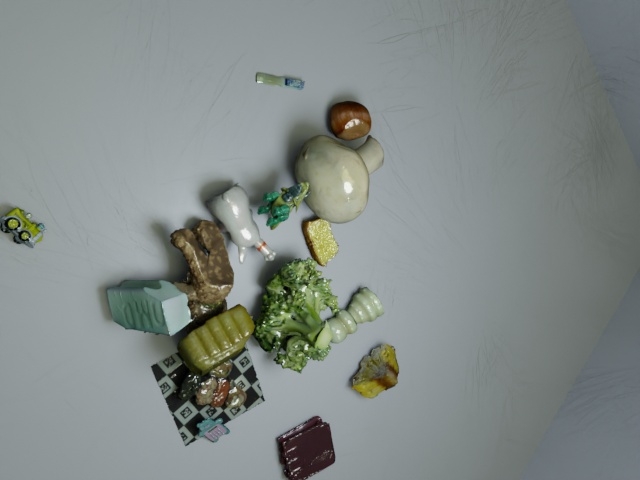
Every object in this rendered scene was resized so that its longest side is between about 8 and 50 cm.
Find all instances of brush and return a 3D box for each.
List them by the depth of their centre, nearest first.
[{"bbox_3d":[-0.133,-0.540,1.602,0.179,0.030,0.033,-1,108,-31],"label":"brush"}]

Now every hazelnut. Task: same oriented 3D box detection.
[{"bbox_3d":[0.107,-0.438,1.699,0.150,0.150,0.150,-5,99,-30],"label":"hazelnut"}]

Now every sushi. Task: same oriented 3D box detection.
[{"bbox_3d":[-0.359,0.497,1.593,0.320,0.069,0.339,-23,108,-26],"label":"sushi"}]

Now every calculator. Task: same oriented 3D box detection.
[{"bbox_3d":[-0.368,0.646,1.609,0.094,0.019,0.141,-33,132,-7],"label":"calculator"}]

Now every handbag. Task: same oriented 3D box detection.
[{"bbox_3d":[-0.055,0.810,1.818,0.216,0.074,0.203,-19,106,-25],"label":"handbag"}]

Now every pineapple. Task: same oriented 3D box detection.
[{"bbox_3d":[0.231,0.524,1.878,0.114,0.186,0.236,36,85,-28],"label":"pineapple"}]

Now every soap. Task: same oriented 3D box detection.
[{"bbox_3d":[-0.498,0.195,1.372,0.091,0.231,0.145,-33,117,-60],"label":"soap"}]

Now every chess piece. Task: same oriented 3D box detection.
[{"bbox_3d":[0.117,0.302,1.827,0.243,0.133,0.133,-35,113,-14],"label":"chess piece"}]

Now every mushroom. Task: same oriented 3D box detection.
[{"bbox_3d":[0.088,-0.237,1.627,0.336,0.314,0.314,-34,113,-22],"label":"mushroom"}]

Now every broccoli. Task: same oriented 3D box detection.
[{"bbox_3d":[-0.074,0.265,1.624,0.277,0.317,0.338,21,125,-43],"label":"broccoli"}]

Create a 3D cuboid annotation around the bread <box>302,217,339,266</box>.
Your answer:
[{"bbox_3d":[0.000,0.000,1.739,0.103,0.065,0.187,-34,111,-24],"label":"bread"}]

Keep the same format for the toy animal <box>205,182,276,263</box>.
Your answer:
[{"bbox_3d":[-0.264,-0.045,1.541,0.141,0.138,0.282,-31,119,-15],"label":"toy animal"}]

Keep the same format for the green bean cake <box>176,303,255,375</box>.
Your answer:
[{"bbox_3d":[-0.321,0.318,1.481,0.233,0.236,0.124,-29,79,-24],"label":"green bean cake"}]

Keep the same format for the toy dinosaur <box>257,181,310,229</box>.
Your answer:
[{"bbox_3d":[-0.137,-0.099,1.551,0.153,0.259,0.094,-20,69,-43],"label":"toy dinosaur"}]

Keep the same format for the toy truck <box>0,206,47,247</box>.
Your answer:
[{"bbox_3d":[-0.794,-0.035,1.263,0.111,0.076,0.077,53,51,-26],"label":"toy truck"}]

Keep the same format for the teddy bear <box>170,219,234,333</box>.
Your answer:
[{"bbox_3d":[-0.382,0.112,1.485,0.296,0.223,0.246,59,32,0],"label":"teddy bear"}]
